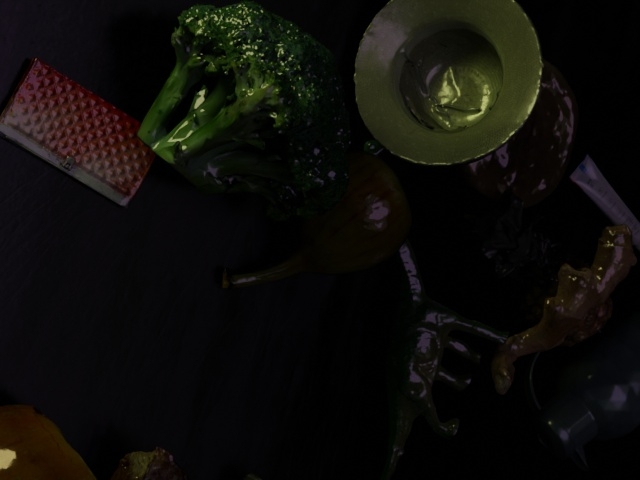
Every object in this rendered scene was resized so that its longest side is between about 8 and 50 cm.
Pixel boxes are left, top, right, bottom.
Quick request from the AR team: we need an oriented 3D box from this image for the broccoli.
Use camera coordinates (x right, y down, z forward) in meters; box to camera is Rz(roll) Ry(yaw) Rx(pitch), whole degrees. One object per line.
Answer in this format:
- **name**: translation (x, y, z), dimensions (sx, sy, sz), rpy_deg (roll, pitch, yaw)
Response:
- **broccoli**: translation (-0.085, -0.153, 1.772), dimensions (0.245, 0.265, 0.294), rpy_deg (-39, 107, 6)

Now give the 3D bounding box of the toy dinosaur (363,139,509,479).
- **toy dinosaur**: translation (0.091, 0.119, 1.999), dimensions (0.301, 0.087, 0.447), rpy_deg (30, 88, -14)

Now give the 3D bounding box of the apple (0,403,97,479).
- **apple**: translation (-0.339, 0.304, 1.680), dimensions (0.207, 0.237, 0.237), rpy_deg (-25, 108, -26)

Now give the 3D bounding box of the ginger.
- **ginger**: translation (0.330, 0.092, 2.013), dimensions (0.288, 0.075, 0.089), rpy_deg (-45, 122, 1)

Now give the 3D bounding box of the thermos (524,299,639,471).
- **thermos**: translation (0.422, 0.200, 2.170), dimensions (0.286, 0.145, 0.182), rpy_deg (-33, 79, -22)

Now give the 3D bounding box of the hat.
- **hat**: translation (0.179, -0.209, 1.960), dimensions (0.130, 0.257, 0.257), rpy_deg (32, 76, -71)

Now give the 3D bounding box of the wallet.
- **wallet**: translation (-0.288, -0.127, 1.769), dimensions (0.196, 0.020, 0.103), rpy_deg (32, 79, -30)

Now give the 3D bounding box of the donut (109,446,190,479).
- **donut**: translation (-0.233, 0.403, 1.814), dimensions (0.151, 0.112, 0.295), rpy_deg (32, 81, -32)

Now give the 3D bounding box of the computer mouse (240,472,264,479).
- **computer mouse**: translation (-0.073, 0.394, 1.911), dimensions (0.062, 0.106, 0.192), rpy_deg (-10, 95, -42)

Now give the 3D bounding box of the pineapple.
- **pineapple**: translation (0.310, 0.036, 2.089), dimensions (0.128, 0.128, 0.248), rpy_deg (-49, 114, -17)

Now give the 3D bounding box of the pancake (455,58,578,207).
- **pancake**: translation (0.282, -0.164, 2.089), dimensions (0.242, 0.050, 0.241), rpy_deg (-5, 99, -31)

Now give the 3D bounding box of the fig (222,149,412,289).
- **fig**: translation (0.000, 0.000, 1.889), dimensions (0.259, 0.151, 0.151), rpy_deg (-38, 113, -18)

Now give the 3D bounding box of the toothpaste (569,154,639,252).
- **toothpaste**: translation (0.442, -0.048, 2.212), dimensions (0.190, 0.031, 0.048), rpy_deg (46, 75, -23)
